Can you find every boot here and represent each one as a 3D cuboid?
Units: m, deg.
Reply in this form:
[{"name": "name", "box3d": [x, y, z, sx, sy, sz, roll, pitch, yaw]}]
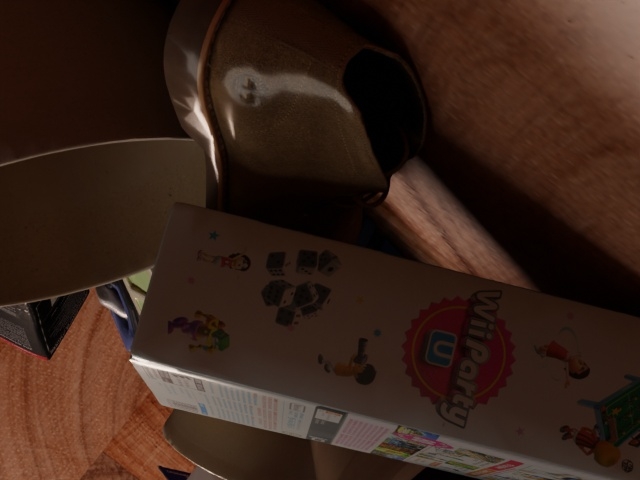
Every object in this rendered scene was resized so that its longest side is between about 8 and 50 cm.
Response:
[{"name": "boot", "box3d": [0.001, -0.042, 0.813, 0.115, 0.112, 0.305, 24, 164, 17]}]

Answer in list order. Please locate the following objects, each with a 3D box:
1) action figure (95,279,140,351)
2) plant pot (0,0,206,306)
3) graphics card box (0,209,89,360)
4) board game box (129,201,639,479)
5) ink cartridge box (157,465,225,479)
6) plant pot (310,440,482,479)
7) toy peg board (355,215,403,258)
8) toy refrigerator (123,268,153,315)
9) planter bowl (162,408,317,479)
[{"name": "action figure", "box3d": [-0.169, -0.031, 1.441, 0.330, 0.179, 0.341, 94, 153, -70]}, {"name": "plant pot", "box3d": [-0.193, -0.090, 0.924, 0.284, 0.284, 0.190, 77, 176, -74]}, {"name": "graphics card box", "box3d": [-0.323, -0.006, 1.218, 0.233, 0.094, 0.371, 30, 167, -1]}, {"name": "board game box", "box3d": [0.051, 0.079, 0.845, 0.303, 0.097, 0.224, 14, 168, 0]}, {"name": "ink cartridge box", "box3d": [-0.009, 0.286, 1.305, 0.176, 0.069, 0.371, 19, -174, -30]}, {"name": "plant pot", "box3d": [0.099, 0.183, 1.131, 0.263, 0.263, 0.229, 46, -176, -34]}, {"name": "toy peg board", "box3d": [0.000, 0.000, 1.107, 0.161, 0.079, 0.161, 5, 149, 43]}, {"name": "toy refrigerator", "box3d": [-0.133, 0.009, 1.227, 0.102, 0.094, 0.269, 21, 138, 58]}, {"name": "planter bowl", "box3d": [-0.058, 0.164, 1.353, 0.162, 0.109, 0.162, 23, -173, -3]}]
